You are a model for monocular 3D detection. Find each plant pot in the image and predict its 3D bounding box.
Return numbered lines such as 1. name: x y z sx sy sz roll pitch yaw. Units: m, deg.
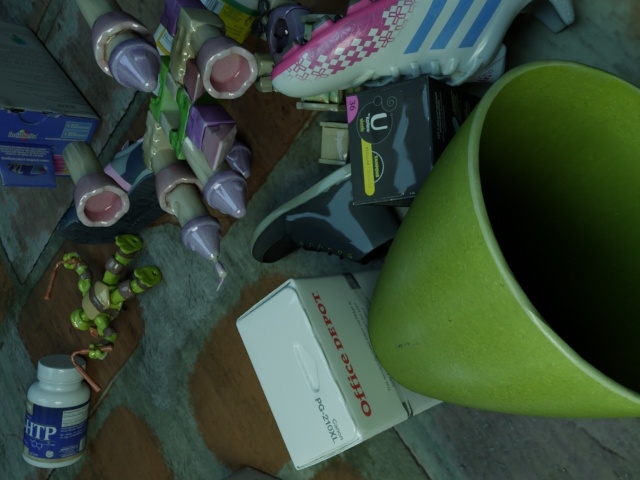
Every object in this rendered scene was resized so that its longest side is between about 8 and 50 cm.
1. plant pot: 0.165 0.041 0.578 0.293 0.274 0.275 -45 64 56

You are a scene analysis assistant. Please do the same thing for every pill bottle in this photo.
1. pill bottle: -0.177 -0.304 0.955 0.208 0.117 0.118 -49 64 26
2. pill bottle: -0.493 0.316 1.210 0.111 0.112 0.187 13 99 35

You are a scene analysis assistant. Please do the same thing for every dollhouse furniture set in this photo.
1. dollhouse furniture set: 0.060 -0.176 0.786 0.160 0.101 0.182 9 105 28

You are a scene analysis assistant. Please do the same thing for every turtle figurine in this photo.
1. turtle figurine: -0.371 0.107 1.130 0.217 0.087 0.270 -41 60 22

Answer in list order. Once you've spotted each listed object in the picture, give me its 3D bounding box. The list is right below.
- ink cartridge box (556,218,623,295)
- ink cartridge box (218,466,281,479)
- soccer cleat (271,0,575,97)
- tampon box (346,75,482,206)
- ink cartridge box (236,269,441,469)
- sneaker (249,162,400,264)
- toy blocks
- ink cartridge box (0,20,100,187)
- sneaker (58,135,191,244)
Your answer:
1. ink cartridge box: 0.333 -0.047 0.621 0.332 0.065 0.165 -41 69 31
2. ink cartridge box: -0.098 0.400 0.934 0.143 0.089 0.092 7 95 36
3. soccer cleat: 0.111 -0.209 0.684 0.331 0.116 0.143 -27 100 8
4. tampon box: 0.115 -0.101 0.718 0.101 0.161 0.121 -5 88 36
5. ink cartridge box: 0.041 0.131 0.731 0.100 0.237 0.172 -36 71 32
6. sneaker: 0.000 0.000 0.854 0.222 0.083 0.118 -35 72 31
7. toy blocks: -0.132 -0.130 0.802 0.260 0.308 0.289 53 137 34
8. ink cartridge box: -0.597 -0.253 1.172 0.395 0.270 0.151 46 118 26
9. sneaker: -0.332 -0.092 1.099 0.318 0.112 0.131 -23 61 32
